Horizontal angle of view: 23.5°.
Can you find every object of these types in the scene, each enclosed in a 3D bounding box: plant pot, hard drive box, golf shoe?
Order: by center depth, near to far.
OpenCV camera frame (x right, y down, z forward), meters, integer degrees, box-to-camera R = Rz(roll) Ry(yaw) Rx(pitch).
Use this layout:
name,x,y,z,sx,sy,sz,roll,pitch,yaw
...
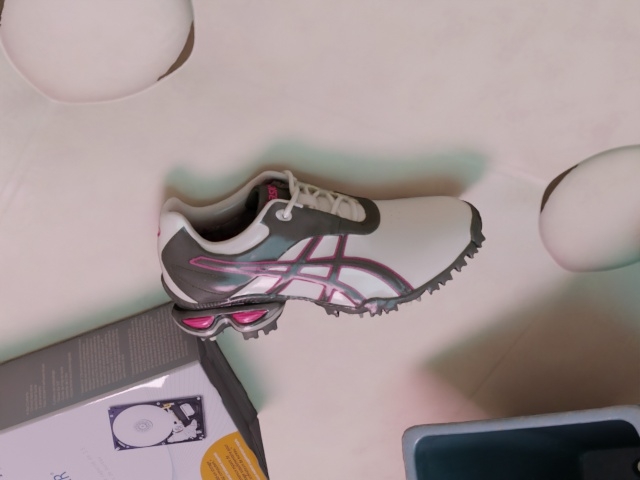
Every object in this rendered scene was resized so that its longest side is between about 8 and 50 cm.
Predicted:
name,x,y,z,sx,sy,sz,roll,pitch,yaw
golf shoe,0.000,0.000,1.266,0.273,0.105,0.120,-14,125,-1
hard drive box,-0.186,0.173,1.385,0.232,0.089,0.181,-20,131,6
plant pot,0.258,0.271,1.436,0.248,0.247,0.252,-10,176,35
